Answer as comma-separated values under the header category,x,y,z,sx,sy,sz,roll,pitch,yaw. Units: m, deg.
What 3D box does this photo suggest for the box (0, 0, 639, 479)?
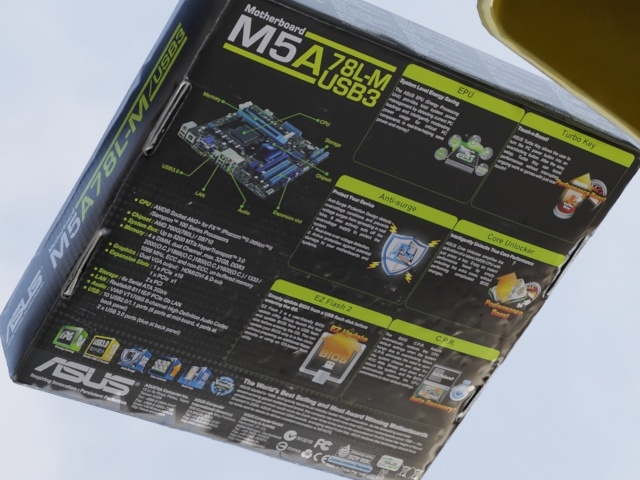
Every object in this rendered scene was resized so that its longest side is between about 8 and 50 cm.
category,x,y,z,sx,sy,sz,roll,pitch,yaw
box,0.000,0.000,0.751,0.191,0.184,0.045,19,-156,-28

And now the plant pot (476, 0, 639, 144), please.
category,x,y,z,sx,sy,sz,roll,pitch,yaw
plant pot,0.217,-0.126,0.656,0.212,0.212,0.187,36,-128,-5
